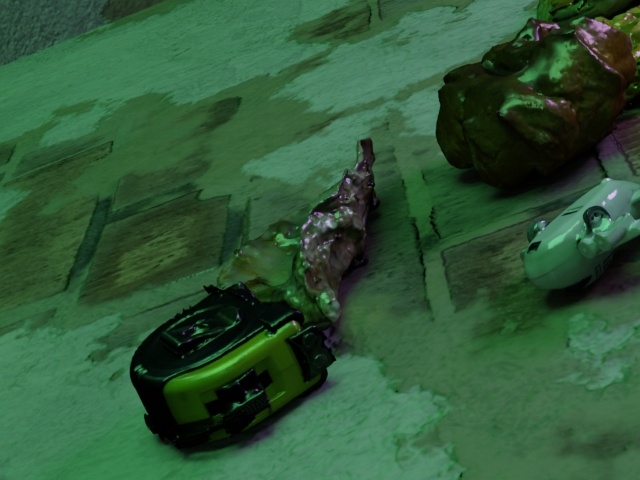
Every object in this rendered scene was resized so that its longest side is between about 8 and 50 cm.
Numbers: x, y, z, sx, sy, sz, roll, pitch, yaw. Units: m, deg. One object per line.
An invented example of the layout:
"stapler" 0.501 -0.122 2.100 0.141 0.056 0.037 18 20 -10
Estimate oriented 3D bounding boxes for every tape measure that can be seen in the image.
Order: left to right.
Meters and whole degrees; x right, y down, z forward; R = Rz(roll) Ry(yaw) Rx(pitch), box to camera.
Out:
"tape measure" -0.108 0.132 1.433 0.186 0.112 0.199 -35 24 -21

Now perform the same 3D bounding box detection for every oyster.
"oyster" -0.021 0.018 1.636 0.204 0.111 0.396 -32 18 27

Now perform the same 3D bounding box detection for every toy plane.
"toy plane" 0.279 -0.005 1.399 0.174 0.080 0.174 -31 7 4

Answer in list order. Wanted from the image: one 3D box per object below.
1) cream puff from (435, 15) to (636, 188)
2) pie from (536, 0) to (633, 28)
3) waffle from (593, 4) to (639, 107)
"cream puff" 0.270 -0.174 1.687 0.269 0.155 0.241 -38 28 7
"pie" 0.451 -0.409 2.058 0.306 0.071 0.306 -39 14 12
"waffle" 0.429 -0.255 1.824 0.307 0.060 0.312 -27 21 -7
